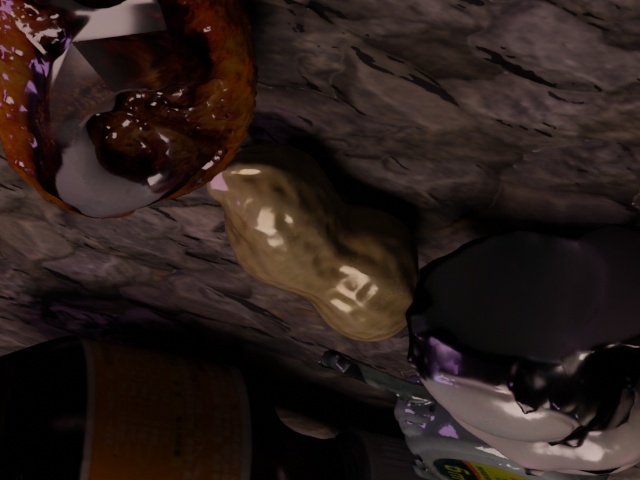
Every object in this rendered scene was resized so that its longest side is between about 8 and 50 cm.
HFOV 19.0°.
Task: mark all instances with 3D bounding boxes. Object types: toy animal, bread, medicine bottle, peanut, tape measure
[{"bbox_3d":[0.147,0.076,1.135,0.166,0.138,0.179,22,159,31],"label":"toy animal"},{"bbox_3d":[-0.105,-0.101,0.942,0.139,0.095,0.269,-15,144,-2],"label":"bread"},{"bbox_3d":[-0.065,0.209,1.503,0.395,0.242,0.242,7,161,-16],"label":"medicine bottle"},{"bbox_3d":[0.000,0.000,1.136,0.082,0.082,0.187,-6,149,43],"label":"peanut"},{"bbox_3d":[0.104,0.107,1.309,0.164,0.084,0.330,4,157,21],"label":"tape measure"}]
